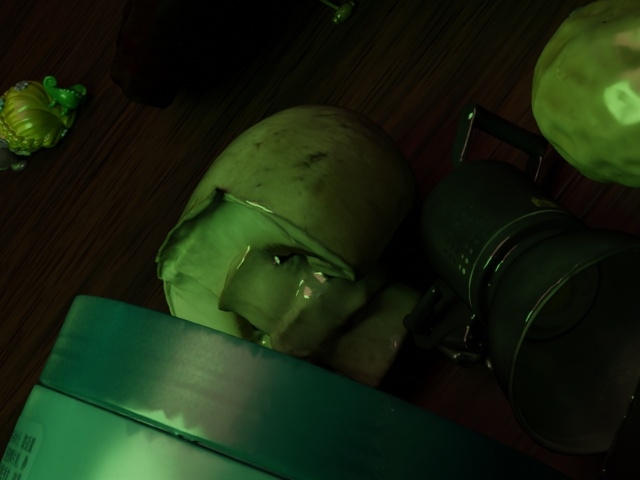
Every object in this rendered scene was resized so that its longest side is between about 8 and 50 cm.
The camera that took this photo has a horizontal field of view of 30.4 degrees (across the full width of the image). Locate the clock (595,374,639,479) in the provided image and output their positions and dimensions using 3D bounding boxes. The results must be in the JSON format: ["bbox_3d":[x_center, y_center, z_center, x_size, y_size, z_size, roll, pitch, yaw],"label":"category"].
[{"bbox_3d":[0.245,0.175,0.590,0.279,0.049,0.273,31,103,50],"label":"clock"}]

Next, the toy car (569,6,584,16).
[{"bbox_3d":[0.243,-0.124,0.834,0.205,0.056,0.095,-3,63,41],"label":"toy car"}]

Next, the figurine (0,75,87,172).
[{"bbox_3d":[-0.368,-0.156,1.445,0.156,0.115,0.094,-25,59,31],"label":"figurine"}]

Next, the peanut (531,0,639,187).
[{"bbox_3d":[0.257,-0.107,0.666,0.313,0.152,0.152,-13,57,48],"label":"peanut"}]

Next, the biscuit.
[{"bbox_3d":[-0.124,-0.331,1.191,0.407,0.091,0.407,-160,90,-77],"label":"biscuit"}]

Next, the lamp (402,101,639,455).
[{"bbox_3d":[0.136,0.028,0.799,0.172,0.147,0.227,-62,30,14],"label":"lamp"}]

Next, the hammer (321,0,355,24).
[{"bbox_3d":[0.000,-0.247,1.202,0.029,0.014,0.123,-46,37,0],"label":"hammer"}]

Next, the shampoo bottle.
[{"bbox_3d":[-0.058,0.249,0.686,0.331,0.331,0.342,9,73,48],"label":"shampoo bottle"}]

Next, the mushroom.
[{"bbox_3d":[0.000,0.000,0.915,0.189,0.195,0.253,-58,-2,-30],"label":"mushroom"}]
